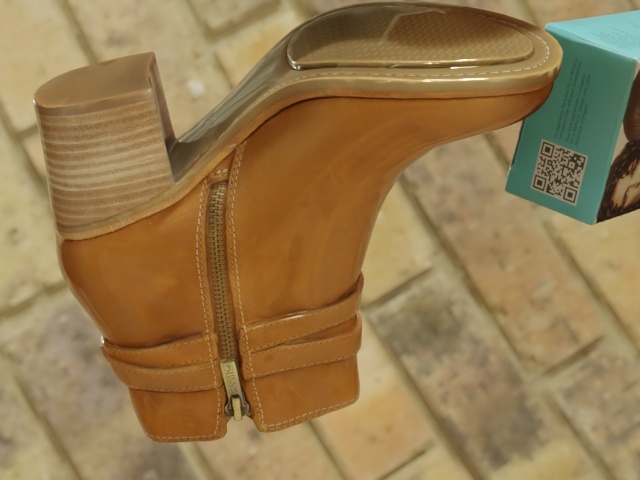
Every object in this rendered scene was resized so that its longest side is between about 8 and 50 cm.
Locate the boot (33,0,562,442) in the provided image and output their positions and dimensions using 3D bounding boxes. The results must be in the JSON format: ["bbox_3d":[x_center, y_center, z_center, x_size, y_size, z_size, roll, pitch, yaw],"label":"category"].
[{"bbox_3d":[0.000,0.000,0.988,0.109,0.283,0.220,-94,171,-63],"label":"boot"}]

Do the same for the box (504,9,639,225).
[{"bbox_3d":[0.205,-0.082,1.103,0.060,0.244,0.101,25,-66,30],"label":"box"}]
